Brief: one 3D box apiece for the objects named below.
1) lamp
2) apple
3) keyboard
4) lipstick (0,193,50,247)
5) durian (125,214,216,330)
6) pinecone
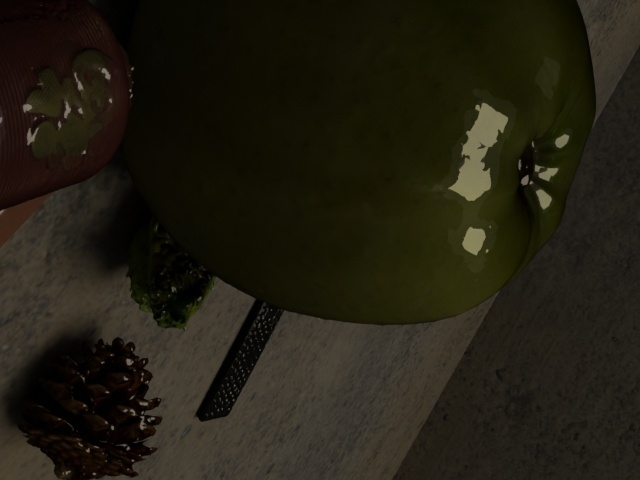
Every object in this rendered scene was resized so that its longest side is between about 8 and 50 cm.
[{"bbox_3d":[-0.250,-0.109,0.716,0.258,0.180,0.180,-28,142,-51],"label":"lamp"},{"bbox_3d":[0.042,-0.140,0.975,0.473,0.474,0.473,-46,154,-30],"label":"apple"},{"bbox_3d":[-0.101,0.147,1.545,0.309,0.018,0.101,-62,158,7],"label":"keyboard"},{"bbox_3d":[-0.269,-0.060,0.898,0.145,0.045,0.045,-52,155,-16],"label":"lipstick"},{"bbox_3d":[-0.159,0.016,1.117,0.132,0.107,0.375,-57,-178,20],"label":"durian"},{"bbox_3d":[-0.255,0.191,1.119,0.173,0.174,0.173,-46,154,-30],"label":"pinecone"}]
